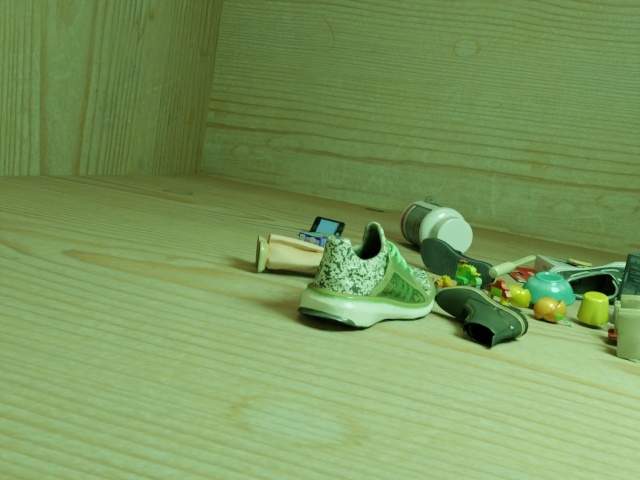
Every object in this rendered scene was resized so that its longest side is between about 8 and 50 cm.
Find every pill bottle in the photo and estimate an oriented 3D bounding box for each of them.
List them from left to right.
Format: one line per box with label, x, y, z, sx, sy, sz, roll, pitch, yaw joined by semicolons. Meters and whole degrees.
pill bottle;0.418;-0.040;2.110;0.176;0.176;0.318;8;9;-14

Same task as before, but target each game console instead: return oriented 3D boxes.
game console;0.006;-0.038;2.004;0.122;0.107;0.071;16;-18;30

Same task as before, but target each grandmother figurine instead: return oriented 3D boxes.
grandmother figurine;0.022;0.048;1.390;0.342;0.104;0.208;5;18;-11

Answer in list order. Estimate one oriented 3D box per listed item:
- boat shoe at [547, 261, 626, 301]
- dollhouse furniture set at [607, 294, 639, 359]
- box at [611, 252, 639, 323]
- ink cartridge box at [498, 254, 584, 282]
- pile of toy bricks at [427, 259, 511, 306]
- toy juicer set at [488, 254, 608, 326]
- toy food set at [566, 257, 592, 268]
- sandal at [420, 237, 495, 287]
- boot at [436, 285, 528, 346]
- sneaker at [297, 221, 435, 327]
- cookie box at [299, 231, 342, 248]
boat shoe;0.839;0.138;1.720;0.335;0.121;0.119;-2;18;-5
dollhouse furniture set;0.740;0.204;1.212;0.259;0.135;0.262;2;4;28
box;0.820;0.144;1.364;0.059;0.183;0.232;5;9;-33
ink cartridge box;0.759;0.102;1.946;0.261;0.066;0.296;11;9;3
pile of toy bricks;0.336;0.099;1.374;0.118;0.105;0.212;4;11;-34
toy juicer set;0.541;0.134;1.477;0.209;0.090;0.329;-6;21;-15
toy food set;0.871;0.076;1.964;0.083;0.020;0.082;16;10;22
sandal;0.394;0.070;1.693;0.054;0.097;0.254;-1;24;-46
boot;0.292;0.146;1.157;0.198;0.077;0.137;16;16;41
sneaker;0.125;0.057;1.159;0.158;0.182;0.410;15;10;33
cookie box;0.000;0.000;1.838;0.091;0.040;0.107;16;10;38
